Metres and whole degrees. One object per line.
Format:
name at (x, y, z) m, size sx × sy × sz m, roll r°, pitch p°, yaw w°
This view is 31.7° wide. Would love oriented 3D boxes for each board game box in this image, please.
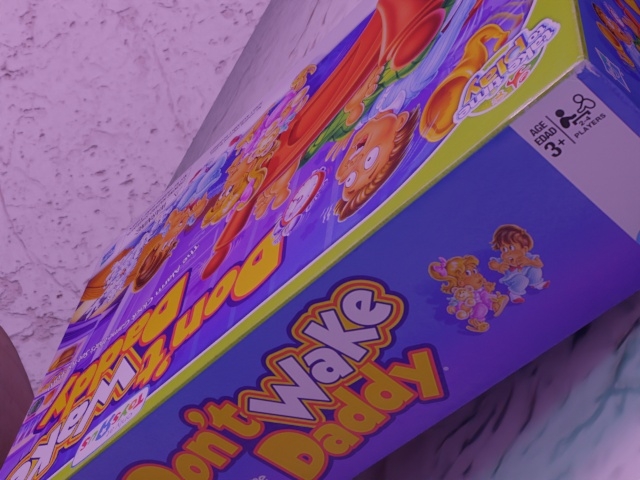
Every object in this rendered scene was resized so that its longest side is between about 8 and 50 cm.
board game box at (0.000, 0.000, 0.502) m, size 0.347 × 0.078 × 0.233 m, roll -40°, pitch 22°, yaw 29°

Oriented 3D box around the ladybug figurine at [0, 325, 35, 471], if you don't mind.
ladybug figurine at (-0.315, 0.221, 0.581) m, size 0.449 × 0.162 × 0.305 m, roll -43°, pitch 1°, yaw -23°
